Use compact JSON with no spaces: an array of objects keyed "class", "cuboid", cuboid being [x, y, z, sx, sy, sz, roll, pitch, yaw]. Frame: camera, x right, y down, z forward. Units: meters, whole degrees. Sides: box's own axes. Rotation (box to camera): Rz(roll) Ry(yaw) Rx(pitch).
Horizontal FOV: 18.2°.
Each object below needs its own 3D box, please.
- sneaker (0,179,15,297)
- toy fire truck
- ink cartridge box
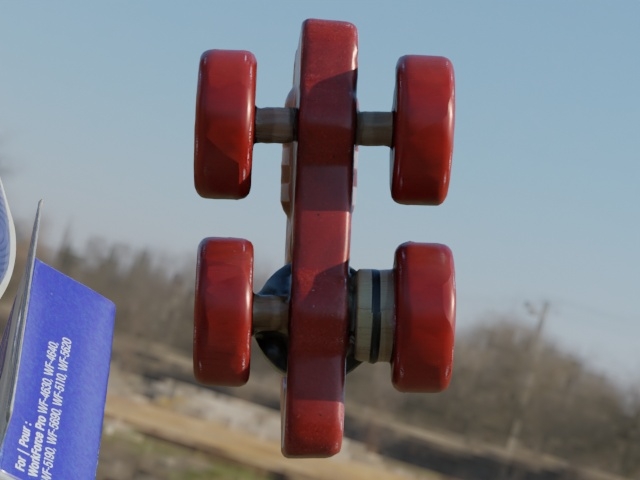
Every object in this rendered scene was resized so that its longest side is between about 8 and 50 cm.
[{"class":"sneaker","cuboid":[-0.368,0.095,1.722,0.182,0.315,0.127,-11,-16,36]},{"class":"toy fire truck","cuboid":[0.000,0.000,1.385,0.169,0.302,0.254,1,-7,-1]},{"class":"ink cartridge box","cuboid":[-0.176,0.151,1.139,0.065,0.165,0.332,13,-48,-11]}]
